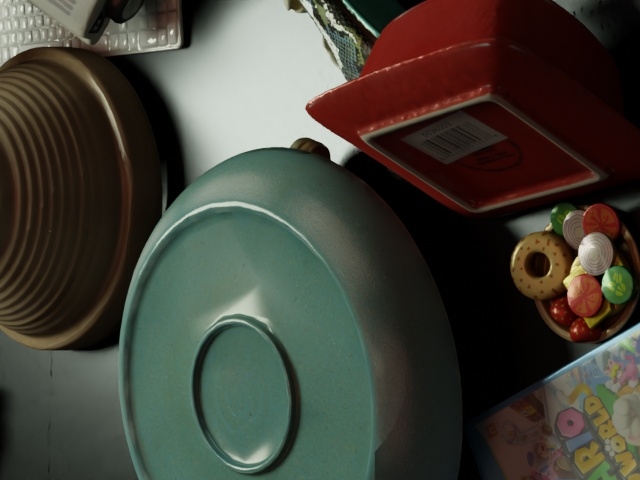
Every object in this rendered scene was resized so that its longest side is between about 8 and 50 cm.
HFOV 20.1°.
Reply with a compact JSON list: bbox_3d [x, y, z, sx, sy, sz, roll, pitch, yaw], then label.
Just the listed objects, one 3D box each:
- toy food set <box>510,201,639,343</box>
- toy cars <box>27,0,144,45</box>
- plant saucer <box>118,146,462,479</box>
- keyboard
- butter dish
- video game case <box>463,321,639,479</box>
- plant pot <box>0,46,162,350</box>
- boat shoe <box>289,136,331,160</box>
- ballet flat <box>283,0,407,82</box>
[{"bbox_3d":[0.152,0.018,1.048,0.082,0.020,0.083,-48,56,34],"label":"toy food set"},{"bbox_3d":[-0.256,-0.211,1.326,0.394,0.087,0.176,-15,92,21],"label":"toy cars"},{"bbox_3d":[-0.039,0.098,1.171,0.318,0.044,0.317,4,96,46],"label":"plant saucer"},{"bbox_3d":[-0.191,-0.177,1.414,0.256,0.014,0.072,1,89,46],"label":"keyboard"},{"bbox_3d":[0.101,-0.097,1.037,0.160,0.160,0.118,-15,55,45],"label":"butter dish"},{"bbox_3d":[0.161,0.128,1.039,0.166,0.015,0.119,-36,64,39],"label":"video game case"},{"bbox_3d":[-0.236,-0.033,1.382,0.237,0.110,0.237,0,91,46],"label":"plant pot"},{"bbox_3d":[0.000,0.000,1.190,0.045,0.050,0.135,5,98,38],"label":"boat shoe"},{"bbox_3d":[0.005,-0.160,1.180,0.070,0.070,0.188,-54,50,30],"label":"ballet flat"}]
